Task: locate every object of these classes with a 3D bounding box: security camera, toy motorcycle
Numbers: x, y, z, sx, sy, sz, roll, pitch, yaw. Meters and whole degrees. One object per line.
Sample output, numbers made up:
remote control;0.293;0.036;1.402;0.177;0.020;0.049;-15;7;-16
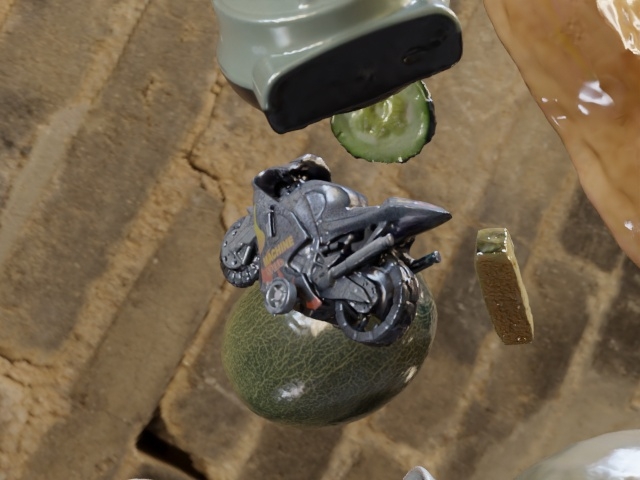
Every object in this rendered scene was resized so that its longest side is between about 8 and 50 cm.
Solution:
security camera;-0.019;-0.250;0.712;0.197;0.191;0.277;-22;-49;-1
toy motorcycle;0.000;0.000;0.996;0.108;0.307;0.173;20;-90;-44

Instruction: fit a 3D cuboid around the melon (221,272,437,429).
melon;0.006;0.126;1.247;0.301;0.237;0.237;-34;-39;29

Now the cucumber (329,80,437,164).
cucumber;0.075;-0.177;1.256;0.134;0.244;0.134;0;-77;-2

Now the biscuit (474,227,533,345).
biscuit;0.234;0.060;1.195;0.188;0.052;0.056;65;-152;-43

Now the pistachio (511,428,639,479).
pistachio;0.242;0.227;0.724;0.288;0.197;0.166;10;-100;-26

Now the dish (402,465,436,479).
dish;0.168;0.430;1.316;0.081;0.229;0.229;5;-77;-18

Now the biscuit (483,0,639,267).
biscuit;0.237;-0.085;0.481;0.455;0.078;0.350;52;-132;-10

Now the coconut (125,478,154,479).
coconut;-0.263;0.485;1.383;0.259;0.259;0.259;-15;-66;-37
